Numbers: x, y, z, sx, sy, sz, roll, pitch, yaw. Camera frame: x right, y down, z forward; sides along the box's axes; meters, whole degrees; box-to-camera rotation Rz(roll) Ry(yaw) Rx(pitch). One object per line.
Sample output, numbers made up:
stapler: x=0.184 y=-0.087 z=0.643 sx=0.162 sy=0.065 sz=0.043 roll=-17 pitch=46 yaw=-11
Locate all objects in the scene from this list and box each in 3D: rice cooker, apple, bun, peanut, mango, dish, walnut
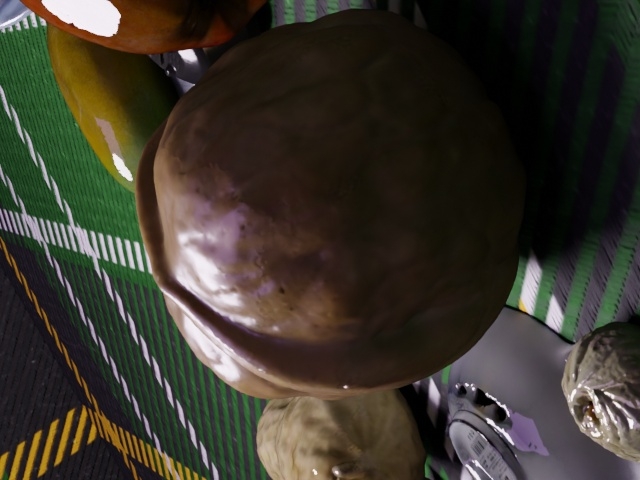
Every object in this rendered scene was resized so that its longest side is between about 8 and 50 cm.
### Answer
rice cooker: x=-0.126 y=-0.213 z=1.348 sx=0.165 sy=0.106 sz=0.112 roll=40 pitch=160 yaw=15
apple: x=-0.143 y=-0.248 z=1.167 sx=0.234 sy=0.234 sz=0.234 roll=47 pitch=158 yaw=25
bun: x=0.217 y=0.116 z=1.090 sx=0.115 sy=0.069 sz=0.115 roll=47 pitch=160 yaw=23
peanut: x=0.021 y=0.204 z=1.598 sx=0.143 sy=0.159 sz=0.291 roll=26 pitch=177 yaw=-14
mango: x=-0.200 y=-0.153 z=1.515 sx=0.156 sy=0.114 sz=0.251 roll=62 pitch=-167 yaw=-59
dish: x=0.159 y=0.151 z=1.257 sx=0.228 sy=0.086 sz=0.236 roll=61 pitch=160 yaw=-11
walnut: x=0.005 y=-0.021 z=1.099 sx=0.285 sy=0.285 sz=0.296 roll=48 pitch=153 yaw=24

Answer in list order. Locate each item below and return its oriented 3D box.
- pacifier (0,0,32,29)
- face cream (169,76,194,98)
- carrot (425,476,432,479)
pacifier: x=-0.333 y=-0.317 z=1.627 sx=0.279 sy=0.227 sz=0.207 roll=45 pitch=-163 yaw=32
face cream: x=-0.103 y=-0.136 z=1.480 sx=0.084 sy=0.057 sz=0.198 roll=32 pitch=151 yaw=56
carrot: x=0.138 y=0.299 z=1.620 sx=0.142 sy=0.035 sz=0.035 roll=50 pitch=161 yaw=-1
